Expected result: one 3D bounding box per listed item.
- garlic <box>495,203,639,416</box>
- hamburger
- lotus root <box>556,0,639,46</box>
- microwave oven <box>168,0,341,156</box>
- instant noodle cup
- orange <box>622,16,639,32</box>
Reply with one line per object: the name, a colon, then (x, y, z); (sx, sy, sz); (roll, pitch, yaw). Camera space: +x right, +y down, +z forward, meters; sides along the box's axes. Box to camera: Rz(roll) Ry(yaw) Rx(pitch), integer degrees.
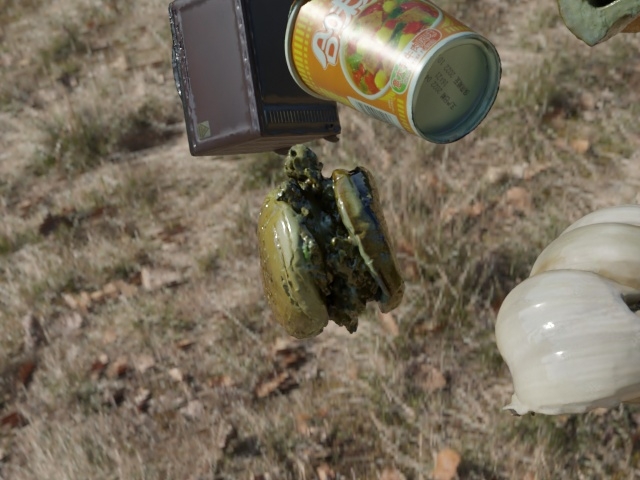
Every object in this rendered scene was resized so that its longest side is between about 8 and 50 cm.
garlic: (0.278, 0.055, 1.031); (0.203, 0.281, 0.185); (-14, 78, 33)
hamburger: (0.000, 0.000, 1.071); (0.131, 0.159, 0.185); (-14, 88, 2)
lotus root: (0.316, -0.286, 1.044); (0.235, 0.138, 0.119); (-30, 5, 29)
microwave oven: (-0.098, -0.250, 1.691); (0.178, 0.188, 0.247); (-7, 87, -42)
instant noodle cup: (0.080, -0.186, 1.180); (0.168, 0.168, 0.185); (-32, 43, -20)
orange: (0.490, -0.466, 1.834); (0.274, 0.274, 0.274); (-2, 51, 3)
